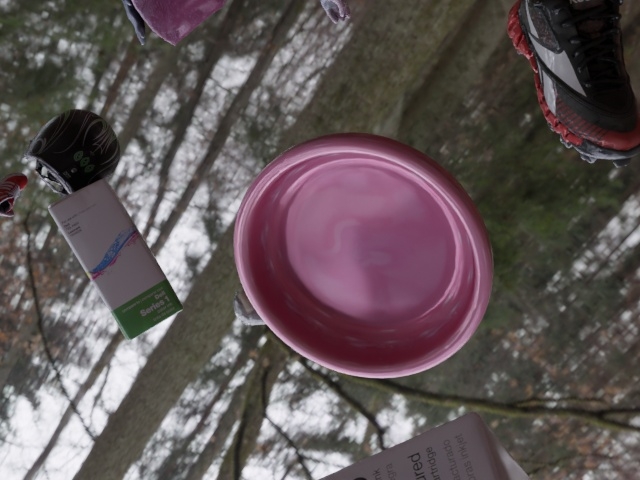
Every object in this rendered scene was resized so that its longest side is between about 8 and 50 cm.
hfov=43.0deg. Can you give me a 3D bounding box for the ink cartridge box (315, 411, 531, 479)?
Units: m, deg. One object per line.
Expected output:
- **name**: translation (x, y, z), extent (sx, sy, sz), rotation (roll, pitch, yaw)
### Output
- **ink cartridge box**: translation (0.028, 0.375, 0.720), extent (0.166, 0.394, 0.286), rotation (50, -162, -40)

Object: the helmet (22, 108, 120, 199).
- **helmet**: translation (-0.464, -0.172, 1.553), extent (0.169, 0.169, 0.161), rotation (37, -115, 4)

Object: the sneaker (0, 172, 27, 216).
- **sneaker**: translation (-0.545, -0.080, 1.430), extent (0.067, 0.042, 0.118), rotation (22, -145, 20)

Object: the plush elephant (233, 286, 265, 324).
- **plush elephant**: translation (0.000, 0.000, 1.386), extent (0.329, 0.256, 0.272), rotation (-4, 179, 3)

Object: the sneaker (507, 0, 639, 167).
- **sneaker**: translation (0.297, -0.215, 0.927), extent (0.097, 0.135, 0.276), rotation (-9, -121, -9)

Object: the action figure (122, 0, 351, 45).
- **action figure**: translation (-0.095, -0.401, 1.007), extent (0.276, 0.370, 0.248), rotation (63, 177, 11)

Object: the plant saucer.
- **plant saucer**: translation (0.056, 0.016, 1.033), extent (0.332, 0.332, 0.084), rotation (35, -148, 1)

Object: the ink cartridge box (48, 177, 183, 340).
- **ink cartridge box**: translation (-0.373, 0.038, 1.514), extent (0.278, 0.117, 0.201), rotation (59, 170, -1)
